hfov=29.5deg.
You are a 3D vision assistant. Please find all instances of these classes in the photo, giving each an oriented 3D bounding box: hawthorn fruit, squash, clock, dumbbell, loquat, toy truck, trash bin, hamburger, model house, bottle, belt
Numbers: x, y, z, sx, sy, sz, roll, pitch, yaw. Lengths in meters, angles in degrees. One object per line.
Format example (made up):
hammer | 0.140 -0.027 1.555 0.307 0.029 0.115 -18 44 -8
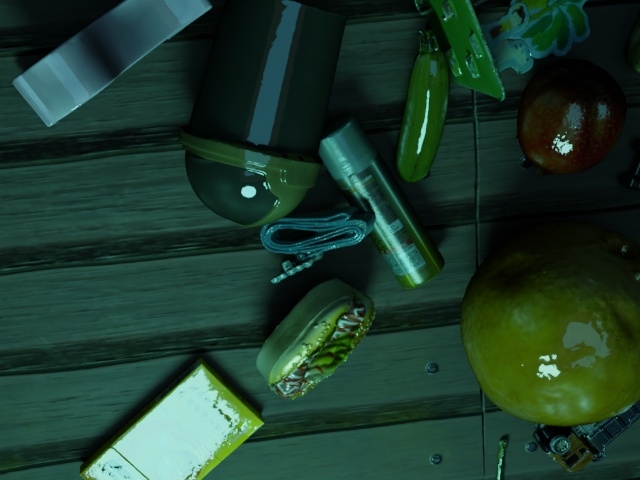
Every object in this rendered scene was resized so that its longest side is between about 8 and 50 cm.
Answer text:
hawthorn fruit | 0.374 -0.176 1.836 0.169 0.169 0.188 3 129 -9
squash | 0.157 -0.194 1.818 0.066 0.066 0.252 2 126 -9
clock | -0.284 -0.267 1.654 0.290 0.275 0.080 -36 104 0
dumbbell | 0.507 -0.121 1.933 0.036 0.040 0.083 22 104 17
loquat | 0.374 0.127 1.844 0.328 0.328 0.328 -2 107 -7
toy truck | 0.454 0.300 2.029 0.192 0.083 0.092 -41 113 4
trash bin | -0.086 -0.182 1.740 0.214 0.214 0.334 13 101 -12
hamburger | -0.007 0.155 1.877 0.116 0.173 0.210 42 97 8
model house | 0.285 -0.408 1.714 0.312 0.242 0.358 -27 107 -2
bottle | 0.089 -0.060 1.868 0.082 0.082 0.286 -32 109 2
belt | -0.002 0.001 1.851 0.179 0.065 0.100 -10 101 26

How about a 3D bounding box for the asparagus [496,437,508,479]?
asparagus | 0.308 0.395 2.072 0.018 0.015 0.127 -4 108 -17

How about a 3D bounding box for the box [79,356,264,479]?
box | -0.239 0.329 1.959 0.269 0.043 0.152 -41 107 5

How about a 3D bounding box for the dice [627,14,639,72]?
dice | 0.576 -0.298 1.818 0.169 0.169 0.166 20 103 -13
